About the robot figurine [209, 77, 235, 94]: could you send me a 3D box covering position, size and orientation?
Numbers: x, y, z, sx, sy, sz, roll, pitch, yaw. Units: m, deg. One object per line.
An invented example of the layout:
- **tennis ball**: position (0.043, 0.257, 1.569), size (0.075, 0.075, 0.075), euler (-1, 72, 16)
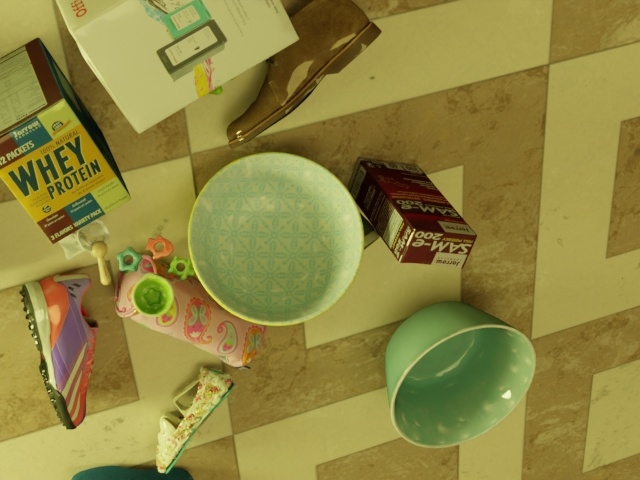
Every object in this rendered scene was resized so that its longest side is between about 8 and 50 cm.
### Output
- **robot figurine**: position (-0.170, -0.277, 1.813), size (0.115, 0.067, 0.101), euler (-8, 109, -20)

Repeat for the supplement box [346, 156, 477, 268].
- **supplement box**: position (0.152, -0.049, 2.018), size (0.130, 0.239, 0.073), euler (5, 121, -28)

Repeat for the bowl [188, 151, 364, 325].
- **bowl**: position (-0.078, 0.007, 1.987), size (0.289, 0.289, 0.156), euler (-23, 173, -8)

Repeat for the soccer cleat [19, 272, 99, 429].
- **soccer cleat**: position (-0.425, 0.194, 2.018), size (0.116, 0.108, 0.318), euler (-18, 127, -18)

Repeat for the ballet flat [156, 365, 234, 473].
- **ballet flat**: position (-0.255, 0.331, 2.224), size (0.077, 0.091, 0.241), euler (36, 102, -8)

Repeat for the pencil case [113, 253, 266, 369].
- **pencil case**: position (-0.224, 0.128, 2.052), size (0.284, 0.124, 0.124), euler (31, 107, -39)

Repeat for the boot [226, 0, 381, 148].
- **boot**: position (-0.053, -0.271, 1.876), size (0.305, 0.112, 0.115), euler (-42, 101, 13)

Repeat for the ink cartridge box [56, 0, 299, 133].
- **ink cartridge box**: position (-0.212, -0.331, 1.669), size (0.270, 0.198, 0.197), euler (-30, 132, -1)

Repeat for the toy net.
- **toy net**: position (-0.321, 0.021, 1.902), size (0.232, 0.045, 0.122), euler (35, 84, -3)

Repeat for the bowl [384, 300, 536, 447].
- **bowl**: position (0.252, 0.242, 2.330), size (0.311, 0.163, 0.312), euler (-12, 128, -16)

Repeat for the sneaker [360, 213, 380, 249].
- **sneaker**: position (0.000, 0.000, 2.102), size (0.222, 0.118, 0.083), euler (-37, 174, 35)

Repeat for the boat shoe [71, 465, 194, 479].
- **boat shoe**: position (-0.363, 0.498, 2.267), size (0.258, 0.109, 0.089), euler (10, 122, -28)

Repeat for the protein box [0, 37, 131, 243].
- **protein box**: position (-0.399, -0.146, 1.712), size (0.136, 0.201, 0.200), euler (-30, 131, -2)
